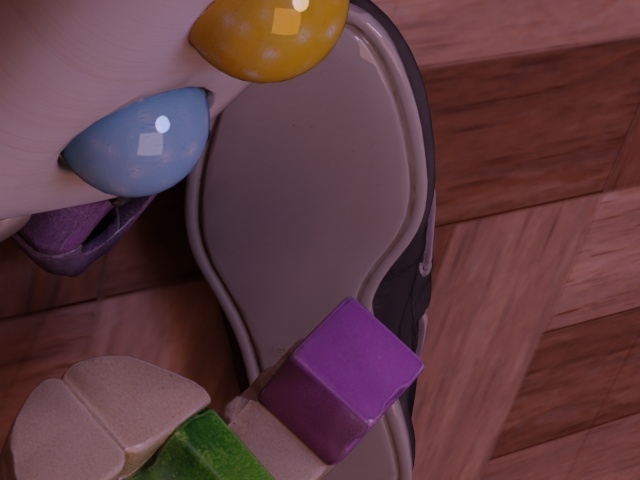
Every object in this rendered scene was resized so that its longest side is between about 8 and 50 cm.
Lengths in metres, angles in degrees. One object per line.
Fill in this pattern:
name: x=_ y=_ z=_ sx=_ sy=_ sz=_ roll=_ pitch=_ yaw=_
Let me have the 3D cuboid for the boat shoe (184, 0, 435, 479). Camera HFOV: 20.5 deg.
boat shoe: x=0.000 y=0.000 z=0.854 sx=0.112 sy=0.095 sz=0.335 roll=0 pitch=134 yaw=5

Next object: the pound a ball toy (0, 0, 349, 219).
pound a ball toy: x=0.006 y=-0.128 z=0.573 sx=0.208 sy=0.135 sz=0.319 roll=-13 pitch=162 yaw=-47

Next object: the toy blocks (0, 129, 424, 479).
toy blocks: x=-0.105 y=0.147 z=0.717 sx=0.288 sy=0.309 sz=0.260 roll=-37 pitch=170 yaw=-36
